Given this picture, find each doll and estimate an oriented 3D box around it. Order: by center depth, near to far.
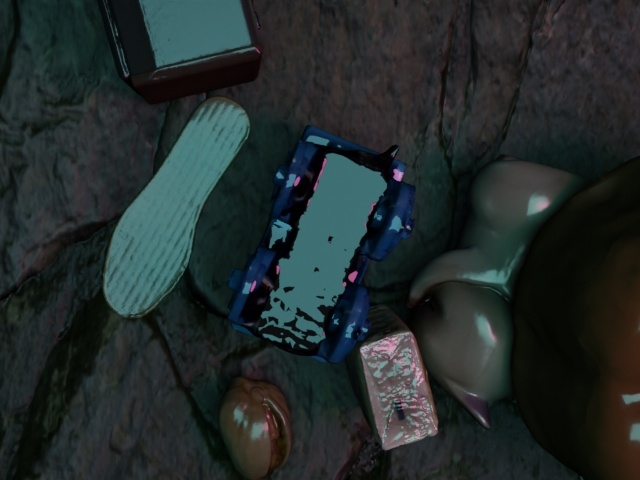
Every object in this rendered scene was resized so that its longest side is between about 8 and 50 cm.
[{"bbox_3d":[0.249,0.043,1.203,0.226,0.215,0.370,33,92,-6],"label":"doll"}]

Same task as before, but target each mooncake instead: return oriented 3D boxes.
[{"bbox_3d":[0.468,0.124,1.040,0.467,0.262,0.466,-3,105,-12],"label":"mooncake"}]

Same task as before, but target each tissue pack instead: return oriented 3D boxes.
[{"bbox_3d":[0.088,0.178,1.201,0.092,0.196,0.148,-15,99,-5],"label":"tissue pack"}]

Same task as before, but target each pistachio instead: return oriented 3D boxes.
[{"bbox_3d":[-0.094,0.266,1.243,0.113,0.113,0.149,-3,101,-5],"label":"pistachio"}]

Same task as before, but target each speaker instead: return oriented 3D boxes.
[{"bbox_3d":[-0.170,-0.274,1.135,0.193,0.231,0.153,-14,95,-4],"label":"speaker"}]

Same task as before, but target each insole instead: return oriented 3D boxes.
[{"bbox_3d":[-0.208,-0.047,1.257,0.119,0.009,0.348,30,91,-6],"label":"insole"}]

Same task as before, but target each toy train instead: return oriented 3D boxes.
[{"bbox_3d":[0.000,0.000,1.151,0.188,0.265,0.300,21,96,-4],"label":"toy train"}]
